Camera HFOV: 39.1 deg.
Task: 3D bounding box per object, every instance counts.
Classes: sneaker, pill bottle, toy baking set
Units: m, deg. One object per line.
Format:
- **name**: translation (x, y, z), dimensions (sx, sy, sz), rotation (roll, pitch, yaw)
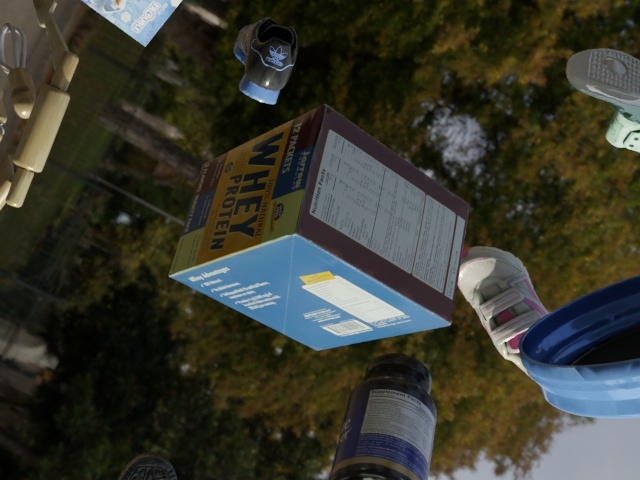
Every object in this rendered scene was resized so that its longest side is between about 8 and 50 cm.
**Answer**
- **sneaker**: translation (-0.138, 0.231, 0.661), dimensions (0.089, 0.051, 0.170), rotation (-168, -97, -72)
- **sneaker**: translation (0.445, -0.191, 1.336), dimensions (0.151, 0.256, 0.094), rotation (125, -33, -49)
- **sneaker**: translation (-0.071, -0.276, 1.276), dimensions (0.090, 0.081, 0.232), rotation (-61, -159, 26)
- **pill bottle**: translation (0.087, 0.257, 1.183), dimensions (0.123, 0.123, 0.219), rotation (-49, -166, 38)
- **sneaker**: translation (0.299, 0.115, 1.389), dimensions (0.103, 0.252, 0.111), rotation (-40, -169, 22)
- **toy baking set**: translation (-0.321, -0.149, 0.944), dimensions (0.197, 0.030, 0.256), rotation (27, -86, 44)

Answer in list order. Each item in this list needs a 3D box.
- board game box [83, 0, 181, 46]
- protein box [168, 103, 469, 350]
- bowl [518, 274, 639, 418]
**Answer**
- **board game box**: translation (-0.196, -0.268, 0.957), dimensions (0.090, 0.090, 0.020), rotation (-47, -151, 17)
- **protein box**: translation (0.000, 0.000, 0.891), dimensions (0.200, 0.201, 0.136), rotation (-18, -130, 47)
- **bowl**: translation (0.444, 0.110, 1.112), dimensions (0.391, 0.077, 0.391), rotation (-20, -175, 2)
